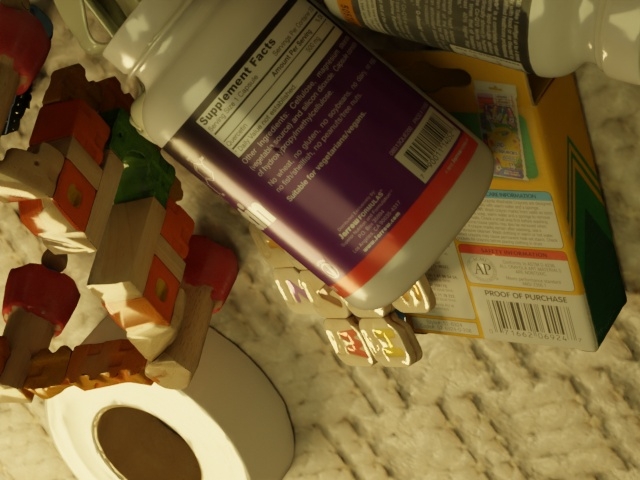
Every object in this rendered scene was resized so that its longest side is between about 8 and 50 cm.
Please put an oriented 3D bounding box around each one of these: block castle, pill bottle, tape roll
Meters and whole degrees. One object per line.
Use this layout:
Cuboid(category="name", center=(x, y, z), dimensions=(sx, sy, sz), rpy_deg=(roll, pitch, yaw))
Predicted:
Cuboid(category="block castle", center=(-0.307, -0.038, 1.945), dimensions=(0.303, 0.213, 0.453), rpy_deg=(-9, 139, 28))
Cuboid(category="pill bottle", center=(0.151, -0.222, 1.546), dimensions=(0.278, 0.162, 0.162), rpy_deg=(19, 134, 22))
Cuboid(category="tape roll", center=(-0.175, 0.217, 2.203), dimensions=(0.286, 0.100, 0.286), rpy_deg=(19, 134, 20))
Cuboid(category="pill bottle", center=(-0.022, -0.101, 1.624), dimensions=(0.323, 0.181, 0.181), rpy_deg=(40, 138, -5))

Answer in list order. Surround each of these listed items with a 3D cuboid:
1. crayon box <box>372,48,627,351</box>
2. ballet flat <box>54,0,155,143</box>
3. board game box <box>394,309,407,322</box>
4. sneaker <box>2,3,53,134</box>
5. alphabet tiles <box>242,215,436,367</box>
Cuboid(category="crayon box", center=(0.146, -0.056, 1.754), dimensions=(0.203, 0.083, 0.323), rpy_deg=(5, 129, 33))
Cuboid(category="ballet flat", center=(-0.150, -0.174, 1.754), dimensions=(0.139, 0.139, 0.400), rpy_deg=(-34, 91, 47))
Cuboid(category="board game box", center=(0.036, 0.023, 1.939), dimensions=(0.169, 0.033, 0.133), rpy_deg=(49, 142, -4))
Cuboid(category="sneaker", center=(-0.331, -0.165, 2.005), dimensions=(0.090, 0.081, 0.232), rpy_deg=(39, 140, -21))
Cuboid(category="alphabet tiles", center=(0.000, 0.000, 1.871), dimensions=(0.278, 0.021, 0.284), rpy_deg=(-4, 116, 60))
